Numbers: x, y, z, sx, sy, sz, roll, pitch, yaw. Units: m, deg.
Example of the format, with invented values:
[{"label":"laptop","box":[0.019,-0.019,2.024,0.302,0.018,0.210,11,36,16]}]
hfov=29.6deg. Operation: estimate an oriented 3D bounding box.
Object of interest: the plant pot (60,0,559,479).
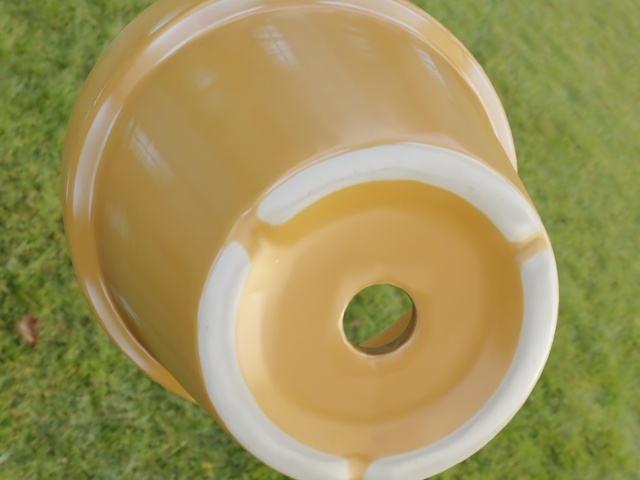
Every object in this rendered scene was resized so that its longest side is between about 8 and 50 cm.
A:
[{"label":"plant pot","box":[0.000,0.000,0.490,0.205,0.205,0.188,35,7,-21]}]
